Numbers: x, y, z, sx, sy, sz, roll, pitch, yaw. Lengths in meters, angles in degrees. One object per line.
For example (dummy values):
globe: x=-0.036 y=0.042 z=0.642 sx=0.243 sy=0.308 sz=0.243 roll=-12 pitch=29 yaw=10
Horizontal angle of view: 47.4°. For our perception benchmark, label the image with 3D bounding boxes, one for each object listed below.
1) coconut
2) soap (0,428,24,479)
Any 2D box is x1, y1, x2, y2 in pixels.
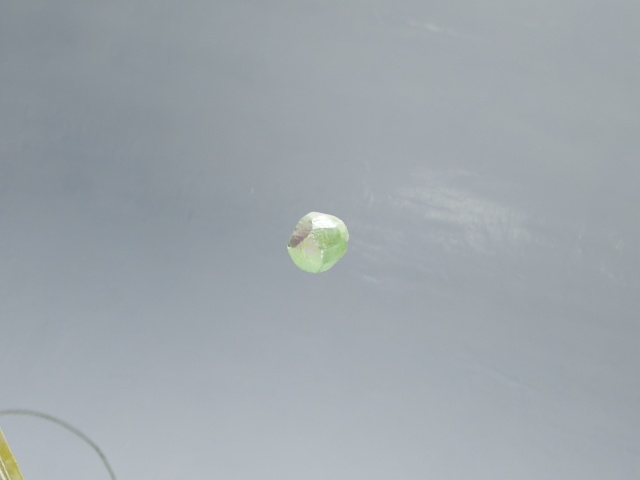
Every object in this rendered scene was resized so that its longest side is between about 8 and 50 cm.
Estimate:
coconut: x=0.000 y=0.000 z=1.042 sx=0.081 sy=0.082 sz=0.083 roll=-29 pitch=91 yaw=-50
soap: x=-0.410 y=0.196 z=0.793 sx=0.092 sy=0.252 sz=0.037 roll=-29 pitch=13 yaw=-40
